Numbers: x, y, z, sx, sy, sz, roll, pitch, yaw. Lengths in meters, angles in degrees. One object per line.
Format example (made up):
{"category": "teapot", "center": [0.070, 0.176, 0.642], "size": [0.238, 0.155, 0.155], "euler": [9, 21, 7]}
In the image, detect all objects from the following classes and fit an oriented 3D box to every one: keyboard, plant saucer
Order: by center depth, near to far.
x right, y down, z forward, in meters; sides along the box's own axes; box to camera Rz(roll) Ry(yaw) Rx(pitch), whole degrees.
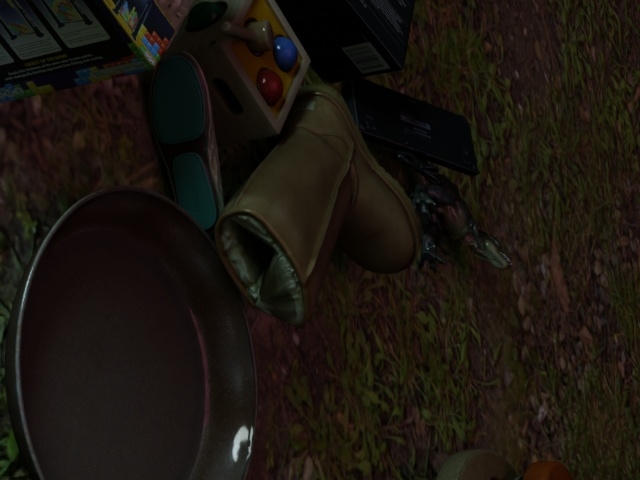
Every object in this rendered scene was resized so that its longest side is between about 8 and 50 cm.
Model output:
{"category": "plant saucer", "center": [-0.156, 0.111, 1.221], "size": [0.311, 0.050, 0.310], "euler": [21, 65, -56]}
{"category": "keyboard", "center": [0.102, -0.113, 1.669], "size": [0.180, 0.023, 0.108], "euler": [16, 52, -33]}

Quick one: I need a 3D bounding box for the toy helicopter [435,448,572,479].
{"category": "toy helicopter", "center": [0.170, 0.403, 1.607], "size": [0.235, 0.140, 0.355], "euler": [6, 79, -56]}

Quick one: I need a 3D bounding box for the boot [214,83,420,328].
{"category": "boot", "center": [0.000, 0.000, 1.437], "size": [0.236, 0.089, 0.269], "euler": [56, 28, -21]}

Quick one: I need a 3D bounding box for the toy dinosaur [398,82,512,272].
{"category": "toy dinosaur", "center": [0.135, -0.042, 1.743], "size": [0.268, 0.064, 0.118], "euler": [56, 35, -28]}

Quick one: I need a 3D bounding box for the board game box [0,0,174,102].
{"category": "board game box", "center": [-0.213, -0.173, 1.080], "size": [0.141, 0.170, 0.048], "euler": [56, 40, -36]}

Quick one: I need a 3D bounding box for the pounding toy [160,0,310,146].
{"category": "pounding toy", "center": [-0.075, -0.173, 1.380], "size": [0.141, 0.100, 0.130], "euler": [57, 38, -35]}

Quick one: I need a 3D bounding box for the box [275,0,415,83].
{"category": "box", "center": [-0.002, -0.313, 1.538], "size": [0.261, 0.103, 0.184], "euler": [45, 49, -44]}

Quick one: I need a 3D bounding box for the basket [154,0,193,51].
{"category": "basket", "center": [-0.153, -0.247, 1.213], "size": [0.113, 0.103, 0.167], "euler": [38, 74, -49]}

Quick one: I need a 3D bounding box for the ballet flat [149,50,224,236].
{"category": "ballet flat", "center": [-0.118, -0.085, 1.345], "size": [0.052, 0.057, 0.168], "euler": [-44, 128, -81]}
